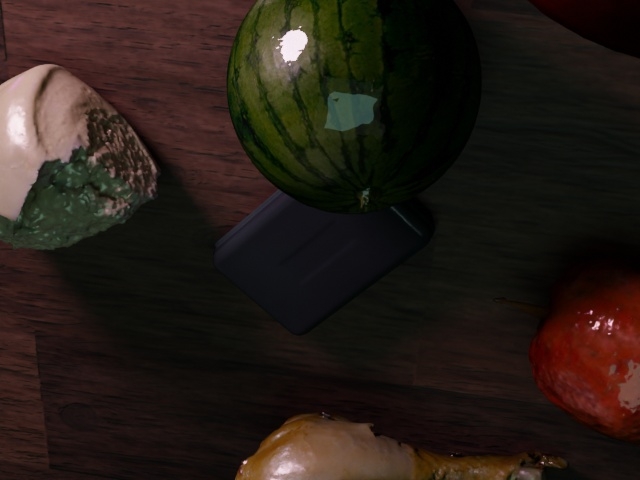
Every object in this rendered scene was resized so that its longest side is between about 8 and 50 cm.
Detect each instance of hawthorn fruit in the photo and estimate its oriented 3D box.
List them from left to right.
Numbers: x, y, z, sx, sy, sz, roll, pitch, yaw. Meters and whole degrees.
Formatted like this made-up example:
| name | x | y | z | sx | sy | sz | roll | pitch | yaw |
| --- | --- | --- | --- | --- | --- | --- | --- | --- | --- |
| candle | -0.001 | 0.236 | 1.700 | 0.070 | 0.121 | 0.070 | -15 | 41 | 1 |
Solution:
| name | x | y | z | sx | sy | sz | roll | pitch | yaw |
| --- | --- | --- | --- | --- | --- | --- | --- | --- | --- |
| hawthorn fruit | 0.304 | 0.103 | 1.106 | 0.243 | 0.207 | 0.207 | 23 | 124 | 17 |

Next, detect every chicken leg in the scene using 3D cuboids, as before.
| name | x | y | z | sx | sy | sz | roll | pitch | yaw |
| --- | --- | --- | --- | --- | --- | --- | --- | --- | --- |
| chicken leg | 0.105 | 0.305 | 1.267 | 0.429 | 0.201 | 0.152 | 4 | 114 | -9 |

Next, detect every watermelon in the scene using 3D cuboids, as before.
| name | x | y | z | sx | sy | sz | roll | pitch | yaw |
| --- | --- | --- | --- | --- | --- | --- | --- | --- | --- |
| watermelon | 0.031 | -0.146 | 0.957 | 0.242 | 0.242 | 0.242 | 4 | 122 | 7 |

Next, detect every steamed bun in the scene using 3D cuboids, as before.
| name | x | y | z | sx | sy | sz | roll | pitch | yaw |
| --- | --- | --- | --- | --- | --- | --- | --- | --- | --- |
| steamed bun | -0.324 | -0.061 | 1.113 | 0.225 | 0.170 | 0.200 | -27 | 118 | 25 |

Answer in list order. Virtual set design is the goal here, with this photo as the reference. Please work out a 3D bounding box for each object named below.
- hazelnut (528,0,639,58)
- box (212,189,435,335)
| name | x | y | z | sx | sy | sz | roll | pitch | yaw |
| --- | --- | --- | --- | --- | --- | --- | --- | --- | --- |
| hazelnut | 0.295 | -0.344 | 0.725 | 0.402 | 0.402 | 0.429 | 7 | 111 | 5 |
| box | 0.000 | 0.000 | 1.164 | 0.160 | 0.050 | 0.230 | 42 | 119 | -17 |
